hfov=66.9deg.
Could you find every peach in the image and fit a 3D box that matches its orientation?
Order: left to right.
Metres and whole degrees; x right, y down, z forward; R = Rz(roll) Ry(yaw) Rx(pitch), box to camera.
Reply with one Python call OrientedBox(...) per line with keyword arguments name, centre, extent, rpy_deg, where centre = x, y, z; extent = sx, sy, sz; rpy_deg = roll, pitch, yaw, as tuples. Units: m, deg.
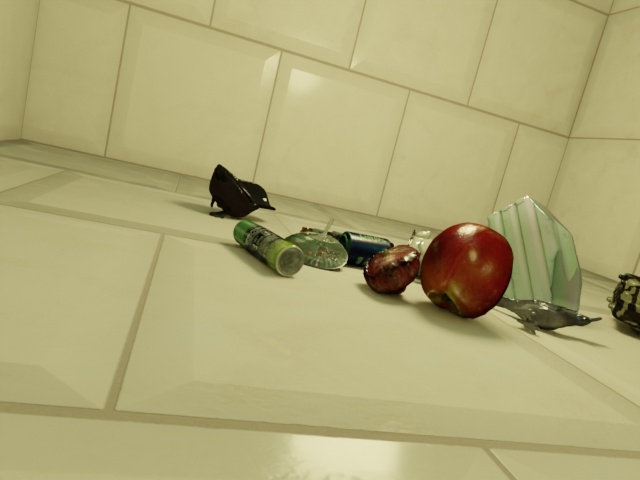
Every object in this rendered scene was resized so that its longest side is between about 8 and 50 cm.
OrientedBox(name="peach", centre=(0.416, 0.065, 1.376), extent=(0.249, 0.274, 0.245), rpy_deg=(13, -32, 45))

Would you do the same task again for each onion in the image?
OrientedBox(name="onion", centre=(0.219, 0.095, 1.431), extent=(0.147, 0.184, 0.184), rpy_deg=(56, -8, -23))

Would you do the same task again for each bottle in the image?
OrientedBox(name="bottle", centre=(-0.166, 0.014, 1.463), extent=(0.093, 0.093, 0.330), rpy_deg=(8, 11, -34))

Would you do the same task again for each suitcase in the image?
OrientedBox(name="suitcase", centre=(1.230, 0.263, 1.743), extent=(0.339, 0.193, 0.352), rpy_deg=(26, 15, 25))

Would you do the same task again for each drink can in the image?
OrientedBox(name="drink can", centre=(0.164, 0.037, 1.739), extent=(0.205, 0.118, 0.118), rpy_deg=(9, 11, -22))

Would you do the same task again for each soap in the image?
OrientedBox(name="soap", centre=(0.779, 0.064, 1.767), extent=(0.156, 0.445, 0.261), rpy_deg=(20, -34, -29))

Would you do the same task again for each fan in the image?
OrientedBox(name="fan", centre=(0.015, 0.019, 1.641), extent=(0.294, 0.012, 0.223), rpy_deg=(-23, 46, -40))

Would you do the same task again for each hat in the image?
OrientedBox(name="hat", centre=(-0.372, -0.165, 2.140), extent=(0.336, 0.209, 0.238), rpy_deg=(29, 18, -43))

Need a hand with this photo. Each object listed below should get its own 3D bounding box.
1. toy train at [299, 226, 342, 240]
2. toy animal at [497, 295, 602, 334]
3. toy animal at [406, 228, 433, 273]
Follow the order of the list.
OrientedBox(name="toy train", centre=(0.003, 0.003, 1.805), extent=(0.220, 0.089, 0.127), rpy_deg=(9, 0, -21))
OrientedBox(name="toy animal", centre=(0.642, 0.222, 1.471), extent=(0.367, 0.081, 0.206), rpy_deg=(10, 11, 30))
OrientedBox(name="toy animal", centre=(0.439, 0.065, 1.800), extent=(0.290, 0.174, 0.249), rpy_deg=(13, 10, 0))
